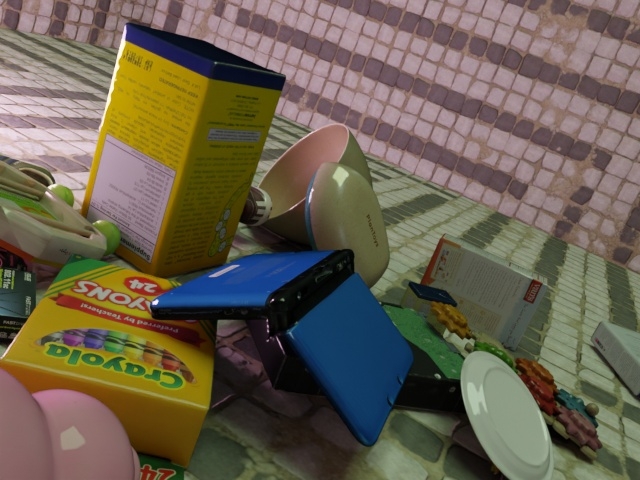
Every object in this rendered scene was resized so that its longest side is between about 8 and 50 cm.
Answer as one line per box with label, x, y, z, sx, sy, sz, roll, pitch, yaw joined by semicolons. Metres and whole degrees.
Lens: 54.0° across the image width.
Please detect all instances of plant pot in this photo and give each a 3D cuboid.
plant pot;0.010;-0.095;1.411;0.191;0.284;0.284;44;6;-28

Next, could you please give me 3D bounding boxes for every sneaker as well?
sneaker;-0.246;-0.103;1.258;0.281;0.106;0.162;14;5;14
sneaker;-0.550;-0.114;1.079;0.192;0.064;0.086;10;15;-41
sneaker;-0.449;0.018;0.846;0.119;0.047;0.057;24;29;14

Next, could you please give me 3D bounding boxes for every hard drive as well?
hard drive;0.060;0.161;0.970;0.338;0.064;0.237;12;19;-25

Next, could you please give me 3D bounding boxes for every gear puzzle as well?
gear puzzle;0.324;0.205;1.046;0.339;0.044;0.175;39;18;11

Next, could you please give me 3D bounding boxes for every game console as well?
game console;-0.031;0.119;0.805;0.250;0.173;0.293;-3;8;18

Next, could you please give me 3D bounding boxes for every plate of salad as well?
plate of salad;0.255;0.250;0.878;0.199;0.048;0.200;30;39;-28

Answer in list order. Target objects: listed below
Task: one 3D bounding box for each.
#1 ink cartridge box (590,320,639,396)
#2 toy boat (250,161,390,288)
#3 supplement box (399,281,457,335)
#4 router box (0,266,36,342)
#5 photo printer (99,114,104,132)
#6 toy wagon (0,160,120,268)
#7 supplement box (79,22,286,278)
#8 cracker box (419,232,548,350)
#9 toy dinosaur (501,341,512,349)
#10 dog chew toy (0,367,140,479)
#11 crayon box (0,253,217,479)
ink cartridge box;0.795;0.320;1.349;0.324;0.071;0.330;20;20;-6
toy boat;0.000;0.000;1.176;0.148;0.268;0.318;-3;20;37
supplement box;0.196;0.133;1.177;0.083;0.083;0.056;15;18;-18
router box;-0.390;0.073;0.747;0.092;0.038;0.122;12;19;-29
photo printer;-0.384;-0.237;1.580;0.307;0.107;0.256;3;25;-45
toy wagon;-0.463;-0.073;0.922;0.344;0.068;0.267;34;1;22
supplement box;-0.234;-0.145;1.049;0.194;0.357;0.195;29;20;23
cracker box;0.329;0.104;1.303;0.232;0.156;0.067;26;17;14
toy dinosaur;0.324;0.221;1.176;0.082;0.047;0.090;-8;-1;-42
dog chew toy;-0.267;0.159;0.388;0.331;0.207;0.206;15;16;-47
crayon box;-0.222;0.131;0.698;0.202;0.081;0.318;17;18;-14
